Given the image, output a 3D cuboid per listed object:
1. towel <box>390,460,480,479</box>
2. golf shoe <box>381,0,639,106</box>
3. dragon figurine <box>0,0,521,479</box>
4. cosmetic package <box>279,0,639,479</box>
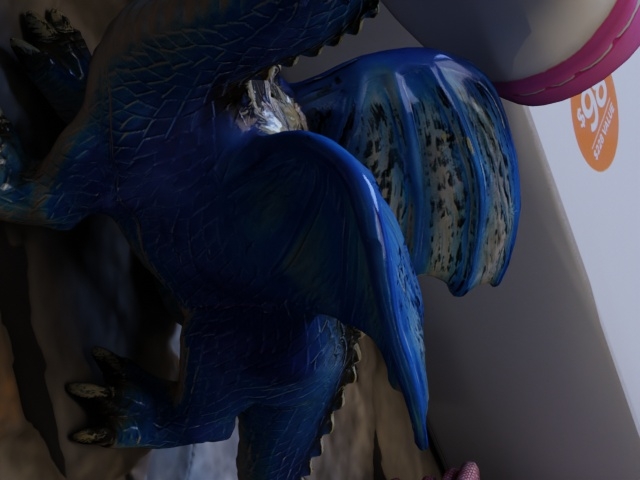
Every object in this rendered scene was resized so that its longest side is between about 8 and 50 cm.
[{"bbox_3d":[0.030,0.256,0.546,0.329,0.037,0.237,-59,135,-58],"label":"towel"},{"bbox_3d":[-0.001,-0.176,0.499,0.140,0.115,0.306,8,54,-52],"label":"golf shoe"},{"bbox_3d":[0.000,0.000,0.460,0.085,0.144,0.289,-59,135,-48],"label":"dragon figurine"},{"bbox_3d":[0.121,-0.081,0.763,0.284,0.097,0.377,64,34,-30],"label":"cosmetic package"}]
